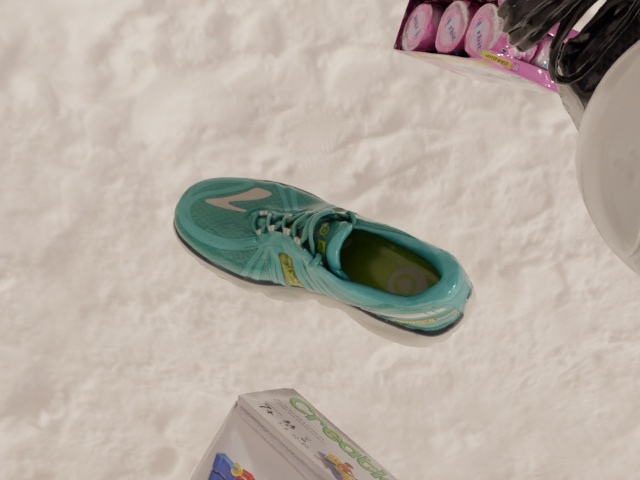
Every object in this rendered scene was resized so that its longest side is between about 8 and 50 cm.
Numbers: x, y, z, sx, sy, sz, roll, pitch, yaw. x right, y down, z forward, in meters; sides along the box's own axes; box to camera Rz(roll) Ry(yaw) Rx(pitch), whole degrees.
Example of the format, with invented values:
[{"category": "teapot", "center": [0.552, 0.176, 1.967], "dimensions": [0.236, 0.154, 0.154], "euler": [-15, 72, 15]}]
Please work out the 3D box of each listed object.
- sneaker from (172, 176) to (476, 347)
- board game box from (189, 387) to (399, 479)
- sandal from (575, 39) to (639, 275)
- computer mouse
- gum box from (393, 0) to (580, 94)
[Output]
[{"category": "sneaker", "center": [0.000, 0.000, 0.708], "dimensions": [0.275, 0.110, 0.107], "euler": [17, 74, 14]}, {"category": "board game box", "center": [-0.029, 0.243, 0.351], "dimensions": [0.193, 0.053, 0.305], "euler": [37, 104, 27]}, {"category": "sandal", "center": [0.300, 0.021, 0.408], "dimensions": [0.416, 0.102, 0.169], "euler": [35, 108, -14]}, {"category": "computer mouse", "center": [0.199, -0.106, 0.468], "dimensions": [0.188, 0.272, 0.072], "euler": [-28, 55, 9]}, {"category": "gum box", "center": [0.167, -0.199, 0.848], "dimensions": [0.107, 0.188, 0.062], "euler": [14, 99, -25]}]
